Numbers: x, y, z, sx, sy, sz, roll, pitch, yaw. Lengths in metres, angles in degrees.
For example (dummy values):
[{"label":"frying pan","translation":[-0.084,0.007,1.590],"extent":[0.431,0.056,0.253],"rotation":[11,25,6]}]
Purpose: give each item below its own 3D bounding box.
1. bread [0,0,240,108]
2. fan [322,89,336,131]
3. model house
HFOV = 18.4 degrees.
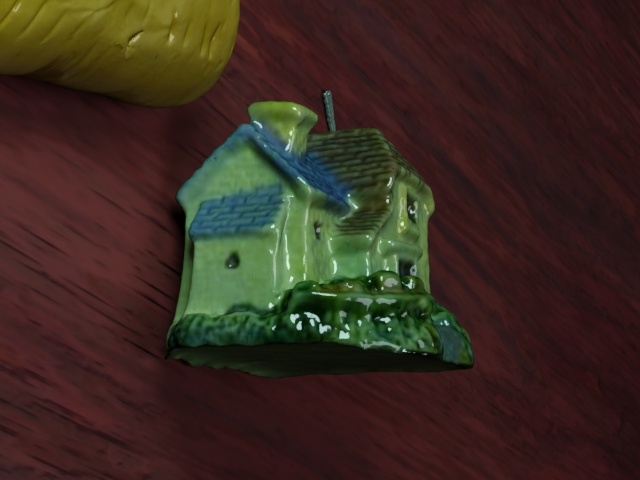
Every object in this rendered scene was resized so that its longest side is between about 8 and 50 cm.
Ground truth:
[{"label":"bread","translation":[-0.152,-0.165,1.256],"extent":[0.305,0.091,0.142],"rotation":[6,91,-59]},{"label":"fan","translation":[0.018,-0.040,1.631],"extent":[0.113,0.005,0.175],"rotation":[-34,120,-54]},{"label":"model house","translation":[0.000,0.000,1.437],"extent":[0.214,0.195,0.189],"rotation":[19,67,-61]}]
